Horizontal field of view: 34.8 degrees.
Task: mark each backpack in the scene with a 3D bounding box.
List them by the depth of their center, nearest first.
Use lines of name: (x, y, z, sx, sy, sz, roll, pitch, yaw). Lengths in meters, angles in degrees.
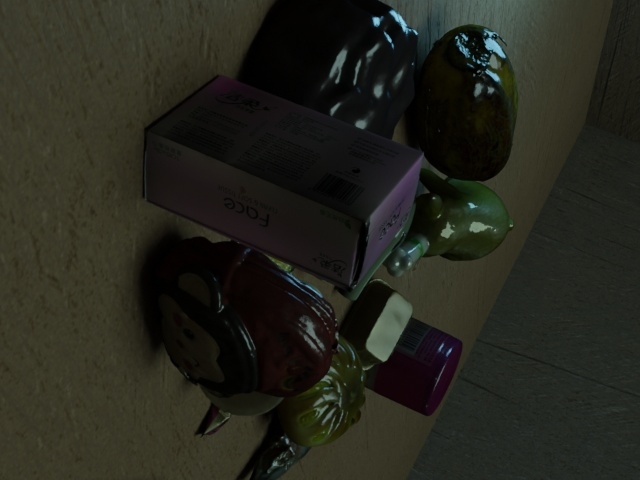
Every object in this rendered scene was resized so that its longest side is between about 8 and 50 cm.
backpack: (-0.079, 0.091, 1.160, 0.229, 0.229, 0.139, 91, 25, -50)

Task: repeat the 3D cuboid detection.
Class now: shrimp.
shrimp: (-0.047, 0.320, 1.805, 0.317, 0.062, 0.164, -48, 143, -49)

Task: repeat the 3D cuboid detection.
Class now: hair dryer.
hair dryer: (0.064, 0.019, 1.751, 0.225, 0.088, 0.219, -26, 141, -45)

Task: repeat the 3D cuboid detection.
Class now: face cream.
face cream: (0.175, 0.248, 2.125, 0.175, 0.195, 0.175, -53, 157, -33)

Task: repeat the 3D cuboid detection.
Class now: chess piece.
chess piece: (-0.061, 0.128, 1.416, 0.261, 0.142, 0.143, -37, 146, -65)

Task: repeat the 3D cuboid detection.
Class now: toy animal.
toy animal: (0.216, -0.038, 1.980, 0.363, 0.180, 0.181, -2, 108, -46)

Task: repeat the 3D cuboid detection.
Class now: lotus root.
lotus root: (0.267, -0.231, 1.828, 0.196, 0.179, 0.397, -58, 160, -20)

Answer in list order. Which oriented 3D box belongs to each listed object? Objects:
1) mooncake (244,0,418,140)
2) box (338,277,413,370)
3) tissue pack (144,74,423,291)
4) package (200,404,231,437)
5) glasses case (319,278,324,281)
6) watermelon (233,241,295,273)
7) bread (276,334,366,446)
mooncake: (0.012, -0.164, 1.245, 0.283, 0.141, 0.283, -51, 156, -34)
box: (0.105, 0.162, 1.978, 0.177, 0.111, 0.111, -60, 161, -19)
tissue pack: (-0.036, -0.065, 1.041, 0.148, 0.246, 0.092, -48, 154, -46)
package: (-0.144, 0.251, 1.478, 0.083, 0.029, 0.059, -56, 170, 1)
glasses case: (0.000, 0.000, 1.541, 0.083, 0.050, 0.196, -53, 160, -9)
watermelon: (-0.083, 0.012, 1.354, 0.092, 0.075, 0.181, 41, 62, -24)
bread: (0.011, 0.253, 1.742, 0.213, 0.104, 0.213, -3, 94, -58)
